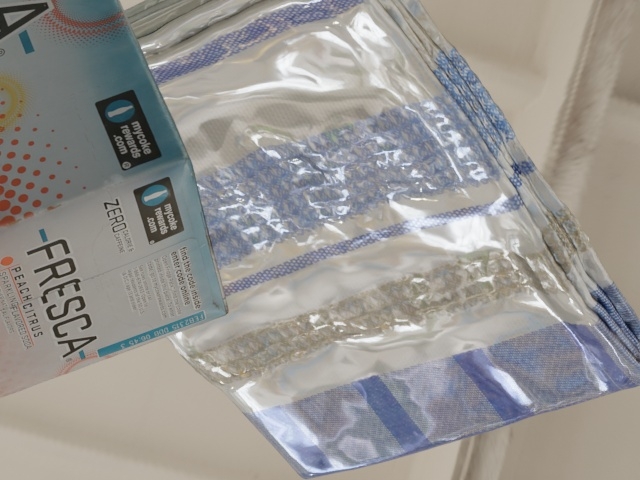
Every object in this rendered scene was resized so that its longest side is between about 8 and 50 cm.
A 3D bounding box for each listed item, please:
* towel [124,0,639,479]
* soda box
[{"bbox_3d":[0.000,0.000,0.854,0.209,0.034,0.285,-19,-50,27],"label":"towel"},{"bbox_3d":[-0.082,-0.054,0.478,0.063,0.058,0.183,-20,-127,-7],"label":"soda box"}]
